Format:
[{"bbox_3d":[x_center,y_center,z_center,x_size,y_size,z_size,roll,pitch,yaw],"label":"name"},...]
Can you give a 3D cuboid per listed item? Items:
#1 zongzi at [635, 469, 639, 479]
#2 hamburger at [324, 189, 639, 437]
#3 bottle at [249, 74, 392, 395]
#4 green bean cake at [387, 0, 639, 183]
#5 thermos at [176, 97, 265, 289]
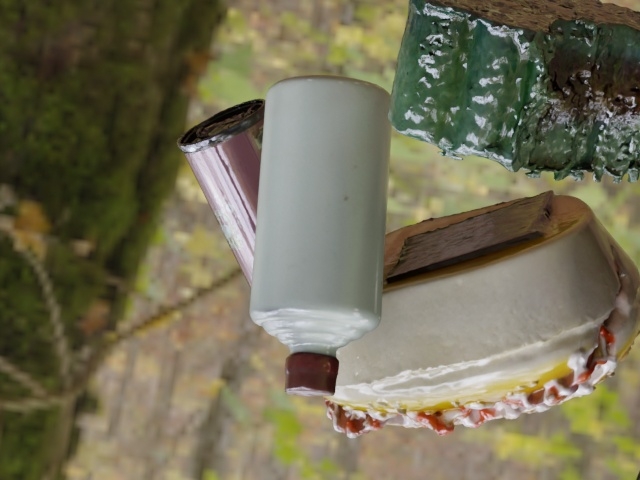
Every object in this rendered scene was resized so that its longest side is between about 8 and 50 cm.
[{"bbox_3d":[0.378,0.046,1.567,0.319,0.383,0.362,-2,-155,-5],"label":"zongzi"},{"bbox_3d":[0.123,0.066,1.646,0.295,0.151,0.227,-16,-162,32],"label":"hamburger"},{"bbox_3d":[0.000,0.000,1.531,0.104,0.245,0.104,3,169,1],"label":"bottle"},{"bbox_3d":[0.149,-0.094,1.201,0.193,0.107,0.208,19,-167,12],"label":"green bean cake"},{"bbox_3d":[-0.030,0.010,2.185,0.136,0.330,0.109,-14,-161,37],"label":"thermos"}]
